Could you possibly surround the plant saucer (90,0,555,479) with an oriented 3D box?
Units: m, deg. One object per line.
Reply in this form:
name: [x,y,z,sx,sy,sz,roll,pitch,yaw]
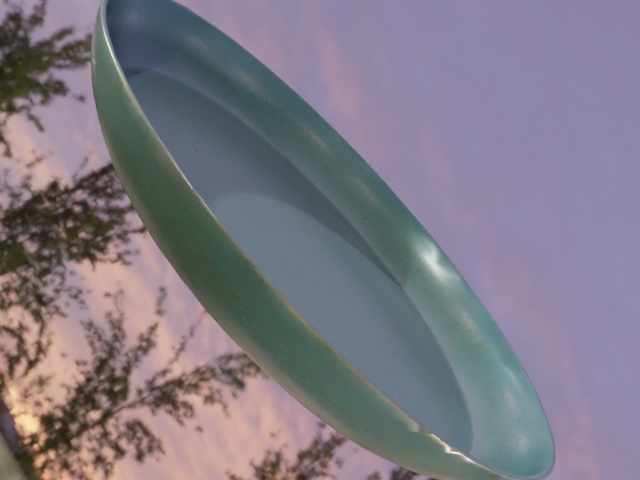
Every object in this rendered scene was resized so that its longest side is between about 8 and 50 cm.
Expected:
plant saucer: [0.000,0.000,0.463,0.317,0.044,0.317,43,15,-15]
